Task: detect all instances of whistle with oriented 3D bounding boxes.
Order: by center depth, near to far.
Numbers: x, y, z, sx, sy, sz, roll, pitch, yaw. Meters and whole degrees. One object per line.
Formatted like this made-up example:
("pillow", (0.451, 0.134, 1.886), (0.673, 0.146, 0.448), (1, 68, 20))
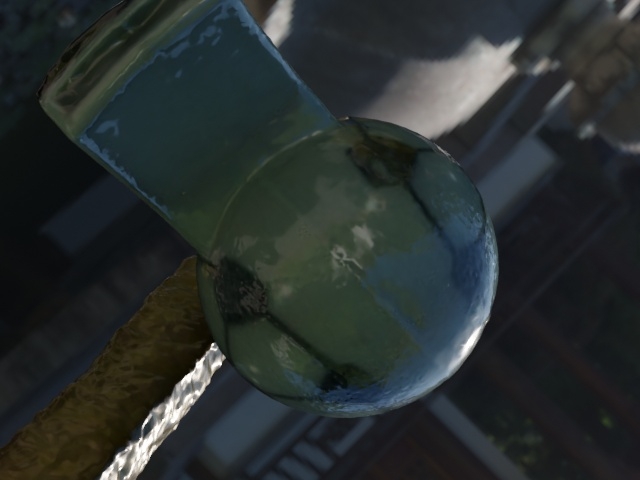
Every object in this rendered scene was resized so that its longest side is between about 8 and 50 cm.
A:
("whistle", (0.000, 0.000, 0.747), (0.163, 0.163, 0.290), (-46, 151, 0))

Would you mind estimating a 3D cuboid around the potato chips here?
("potato chips", (-0.117, 0.107, 0.739), (0.407, 0.057, 0.080), (-51, 169, -53))
